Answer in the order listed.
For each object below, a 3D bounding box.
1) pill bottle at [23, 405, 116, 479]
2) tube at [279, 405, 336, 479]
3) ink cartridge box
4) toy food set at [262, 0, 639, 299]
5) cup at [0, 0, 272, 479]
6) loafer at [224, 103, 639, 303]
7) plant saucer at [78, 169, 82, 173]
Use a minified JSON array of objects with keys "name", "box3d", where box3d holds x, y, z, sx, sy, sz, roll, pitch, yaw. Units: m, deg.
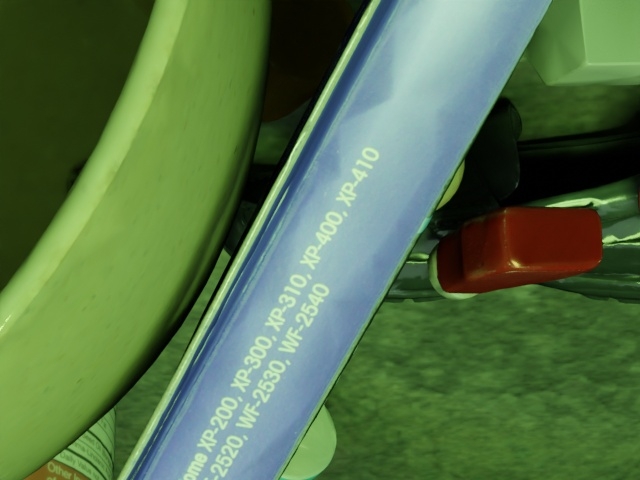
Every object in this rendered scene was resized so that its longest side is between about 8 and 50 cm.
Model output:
[{"name":"pill bottle","box3d":[-0.139,0.082,0.725,0.121,0.216,0.121,-2,146,-1]},{"name":"tube","box3d":[-0.057,0.139,1.037,0.080,0.052,0.207,19,148,-17]},{"name":"ink cartridge box","box3d":[0.000,0.000,0.537,0.045,0.208,0.206,28,104,-1]},{"name":"toy food set","box3d":[0.075,-0.038,0.712,0.232,0.111,0.104,-3,173,-18]},{"name":"cup","box3d":[-0.147,-0.046,0.543,0.331,0.331,0.237,-11,161,14]},{"name":"loafer","box3d":[0.069,-0.020,0.785,0.223,0.076,0.078,1,117,4]},{"name":"plant saucer","box3d":[-0.130,-0.052,0.753,0.199,0.036,0.198,-2,146,-1]}]
